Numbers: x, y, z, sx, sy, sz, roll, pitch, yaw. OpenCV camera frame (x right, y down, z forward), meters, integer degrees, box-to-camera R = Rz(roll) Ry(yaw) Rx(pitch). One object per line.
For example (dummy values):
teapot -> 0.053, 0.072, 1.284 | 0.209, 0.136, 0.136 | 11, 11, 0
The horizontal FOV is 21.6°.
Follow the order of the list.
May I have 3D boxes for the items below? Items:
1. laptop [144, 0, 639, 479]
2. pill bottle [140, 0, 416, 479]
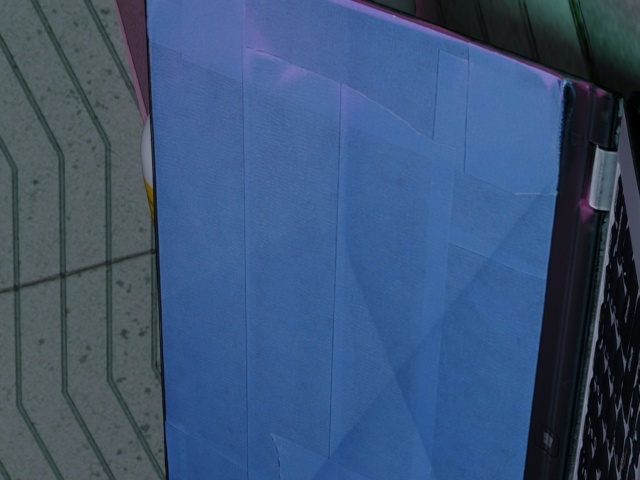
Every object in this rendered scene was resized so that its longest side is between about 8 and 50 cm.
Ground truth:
laptop -> 0.014, 0.122, 0.736 | 0.408, 0.236, 0.382 | -84, -5, -55
pill bottle -> 0.000, 0.000, 0.973 | 0.188, 0.188, 0.334 | -127, 24, -59
